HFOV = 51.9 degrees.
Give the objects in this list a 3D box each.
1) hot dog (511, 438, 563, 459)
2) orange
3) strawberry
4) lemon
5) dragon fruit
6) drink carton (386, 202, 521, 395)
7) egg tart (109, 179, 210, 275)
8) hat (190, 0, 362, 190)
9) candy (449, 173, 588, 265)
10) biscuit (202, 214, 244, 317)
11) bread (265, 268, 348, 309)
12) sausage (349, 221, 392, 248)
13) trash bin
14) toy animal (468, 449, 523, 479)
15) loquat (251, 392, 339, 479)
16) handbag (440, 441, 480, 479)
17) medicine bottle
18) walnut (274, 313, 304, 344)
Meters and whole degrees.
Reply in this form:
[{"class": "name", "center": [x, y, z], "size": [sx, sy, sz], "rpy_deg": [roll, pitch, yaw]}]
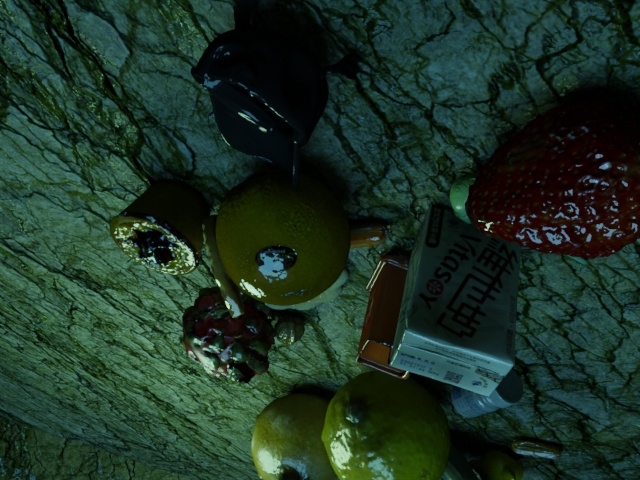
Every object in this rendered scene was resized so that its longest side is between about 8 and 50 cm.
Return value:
[{"class": "hot dog", "center": [0.629, 0.604, 1.912], "size": [0.144, 0.038, 0.062], "rpy_deg": [2, 136, 21]}, {"class": "orange", "center": [-0.074, -0.009, 1.298], "size": [0.274, 0.274, 0.274], "rpy_deg": [13, 143, 10]}, {"class": "strawberry", "center": [0.370, -0.077, 1.012], "size": [0.289, 0.238, 0.250], "rpy_deg": [-13, 125, 4]}, {"class": "lemon", "center": [0.174, 0.523, 1.770], "size": [0.350, 0.349, 0.387], "rpy_deg": [-2, 150, 27]}, {"class": "dragon fruit", "center": [-0.227, 0.244, 1.711], "size": [0.237, 0.231, 0.302], "rpy_deg": [5, 134, 33]}, {"class": "drink carton", "center": [0.257, 0.099, 1.227], "size": [0.194, 0.324, 0.132], "rpy_deg": [16, 139, 3]}, {"class": "egg tart", "center": [-0.353, -0.030, 1.482], "size": [0.215, 0.170, 0.215], "rpy_deg": [13, 143, 10]}, {"class": "hat", "center": [-0.066, -0.254, 1.106], "size": [0.238, 0.209, 0.336], "rpy_deg": [32, 165, 19]}, {"class": "candy", "center": [0.381, -0.027, 1.230], "size": [0.336, 0.093, 0.092], "rpy_deg": [26, -173, -21]}, {"class": "biscuit", "center": [-0.211, 0.042, 1.453], "size": [0.040, 0.309, 0.204], "rpy_deg": [-20, 103, 0]}, {"class": "bread", "center": [-0.045, 0.114, 1.586], "size": [0.251, 0.038, 0.182], "rpy_deg": [-23, 136, 29]}, {"class": "sausage", "center": [0.000, 0.000, 1.447], "size": [0.348, 0.053, 0.053], "rpy_deg": [-7, 135, 32]}, {"class": "trash bin", "center": [0.181, 0.166, 1.413], "size": [0.185, 0.238, 0.161], "rpy_deg": [20, 143, 0]}, {"class": "toy animal", "center": [0.553, 0.745, 2.030], "size": [0.156, 0.156, 0.229], "rpy_deg": [-3, 129, 28]}, {"class": "loquat", "center": [-0.065, 0.655, 2.056], "size": [0.329, 0.359, 0.328], "rpy_deg": [6, 117, 12]}, {"class": "handbag", "center": [0.418, 0.725, 1.991], "size": [0.316, 0.109, 0.253], "rpy_deg": [47, 163, 48]}, {"class": "medicine bottle", "center": [0.423, 0.388, 1.687], "size": [0.105, 0.105, 0.168], "rpy_deg": [32, 142, -14]}, {"class": "walnut", "center": [-0.084, 0.238, 1.768], "size": [0.079, 0.082, 0.096], "rpy_deg": [-5, 153, -17]}]
